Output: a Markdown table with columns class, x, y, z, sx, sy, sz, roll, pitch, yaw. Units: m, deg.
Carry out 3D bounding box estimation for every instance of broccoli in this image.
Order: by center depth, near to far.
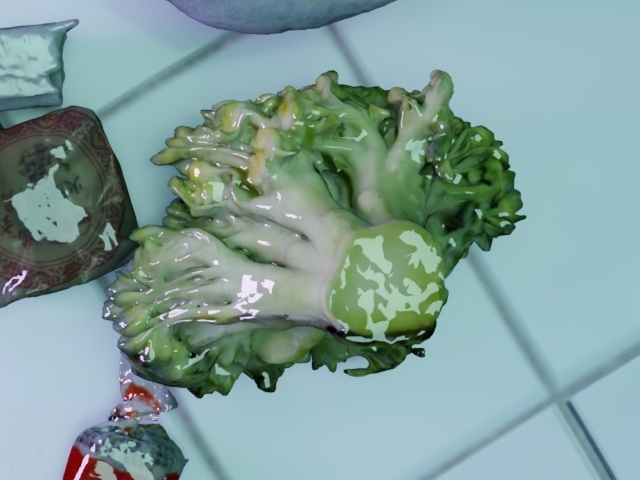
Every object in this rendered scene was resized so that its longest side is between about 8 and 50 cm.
| class | x | y | z | sx | sy | sz | roll | pitch | yaw |
| --- | --- | --- | --- | --- | --- | --- | --- | --- | --- |
| broccoli | 0.000 | 0.000 | 1.189 | 0.248 | 0.245 | 0.288 | 30 | 84 | -16 |

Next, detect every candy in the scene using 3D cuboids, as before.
| class | x | y | z | sx | sy | sz | roll | pitch | yaw |
| --- | --- | --- | --- | --- | --- | --- | --- | --- | --- |
| candy | -0.164 | 0.222 | 1.262 | 0.086 | 0.059 | 0.292 | 21 | 87 | -6 |

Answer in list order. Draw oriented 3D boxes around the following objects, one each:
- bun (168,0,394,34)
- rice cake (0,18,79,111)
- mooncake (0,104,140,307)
| class | x | y | z | sx | sy | sz | roll | pitch | yaw |
| --- | --- | --- | --- | --- | --- | --- | --- | --- | --- |
| bun | -0.019 | -0.324 | 1.183 | 0.361 | 0.211 | 0.362 | -8 | 120 | -14 |
| rice cake | -0.276 | -0.118 | 1.235 | 0.206 | 0.069 | 0.063 | -7 | 89 | -12 |
| mooncake | -0.202 | -0.026 | 1.245 | 0.125 | 0.073 | 0.130 | -19 | 92 | -7 |
